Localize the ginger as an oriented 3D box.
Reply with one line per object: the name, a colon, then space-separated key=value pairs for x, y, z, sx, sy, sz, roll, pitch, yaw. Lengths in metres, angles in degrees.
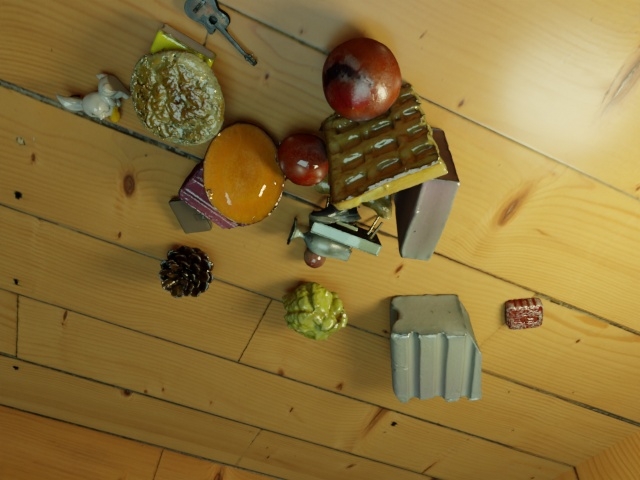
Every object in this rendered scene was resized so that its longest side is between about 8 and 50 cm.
ginger: x=0.111 y=-0.154 z=1.553 sx=0.299 sy=0.065 sz=0.118 roll=26 pitch=123 yaw=-18

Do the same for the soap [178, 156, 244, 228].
soap: x=-0.324 y=-0.139 z=1.582 sx=0.250 sy=0.099 sz=0.162 roll=39 pitch=122 yaw=-23

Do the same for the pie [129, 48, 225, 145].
pie: x=-0.389 y=-0.387 z=1.324 sx=0.275 sy=0.055 sz=0.273 roll=2 pitch=125 yaw=3

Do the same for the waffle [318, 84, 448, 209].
waffle: x=0.151 y=-0.254 z=1.298 sx=0.305 sy=0.347 sz=0.077 roll=-20 pitch=139 yaw=19

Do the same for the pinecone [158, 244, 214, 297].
pinecone: x=-0.493 y=0.125 z=1.758 sx=0.208 sy=0.207 sz=0.207 roll=3 pitch=130 yaw=3

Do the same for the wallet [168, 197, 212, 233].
wallet: x=-0.445 y=-0.089 z=1.674 sx=0.118 sy=0.038 sz=0.152 roll=-3 pitch=133 yaw=11

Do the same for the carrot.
carrot: x=-0.228 y=-0.203 z=1.457 sx=0.259 sy=0.100 sz=0.306 roll=-8 pitch=108 yaw=-19

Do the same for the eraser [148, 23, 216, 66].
eraser: x=-0.404 y=-0.462 z=1.343 sx=0.158 sy=0.069 sz=0.226 roll=28 pitch=127 yaw=-15

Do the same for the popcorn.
popcorn: x=-0.028 y=0.270 z=1.844 sx=0.255 sy=0.194 sz=0.255 roll=8 pitch=130 yaw=11

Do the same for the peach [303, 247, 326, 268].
peach: x=-0.020 y=0.060 z=1.735 sx=0.083 sy=0.083 sz=0.083 roll=3 pitch=130 yaw=3

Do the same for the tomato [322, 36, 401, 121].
tomato: x=0.101 y=-0.412 z=1.246 sx=0.208 sy=0.184 sz=0.207 roll=13 pitch=118 yaw=25

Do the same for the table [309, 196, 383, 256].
table: x=0.094 y=-0.055 z=1.606 sx=0.240 sy=0.121 sz=0.110 roll=20 pitch=108 yaw=-11

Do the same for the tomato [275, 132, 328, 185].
tomato: x=-0.047 y=-0.243 z=1.425 sx=0.168 sy=0.167 sz=0.167 roll=3 pitch=130 yaw=3

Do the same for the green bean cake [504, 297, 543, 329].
green bean cake: x=0.784 y=0.286 z=1.861 sx=0.135 sy=0.056 sz=0.135 roll=-9 pitch=128 yaw=11

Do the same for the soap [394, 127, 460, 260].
soap: x=0.293 y=-0.137 z=1.403 sx=0.107 sy=0.296 sz=0.285 roll=9 pitch=131 yaw=-2

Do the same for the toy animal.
toy animal: x=-0.654 y=-0.409 z=1.412 sx=0.182 sy=0.131 sz=0.127 roll=-30 pitch=89 yaw=18

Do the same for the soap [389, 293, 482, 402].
soap: x=0.449 y=0.431 z=1.911 sx=0.351 sy=0.212 sz=0.434 roll=-3 pitch=129 yaw=11

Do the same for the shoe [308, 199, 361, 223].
shoe: x=0.045 y=-0.102 z=1.506 sx=0.169 sy=0.071 sz=0.099 roll=-3 pitch=92 yaw=-14

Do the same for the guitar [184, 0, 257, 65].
guitar: x=-0.253 y=-0.556 z=1.279 sx=0.088 sy=0.025 sz=0.233 roll=-32 pitch=121 yaw=27

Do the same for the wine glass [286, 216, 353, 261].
wine glass: x=0.000 y=0.000 z=1.671 sx=0.222 sy=0.103 sz=0.103 roll=19 pitch=129 yaw=-11
